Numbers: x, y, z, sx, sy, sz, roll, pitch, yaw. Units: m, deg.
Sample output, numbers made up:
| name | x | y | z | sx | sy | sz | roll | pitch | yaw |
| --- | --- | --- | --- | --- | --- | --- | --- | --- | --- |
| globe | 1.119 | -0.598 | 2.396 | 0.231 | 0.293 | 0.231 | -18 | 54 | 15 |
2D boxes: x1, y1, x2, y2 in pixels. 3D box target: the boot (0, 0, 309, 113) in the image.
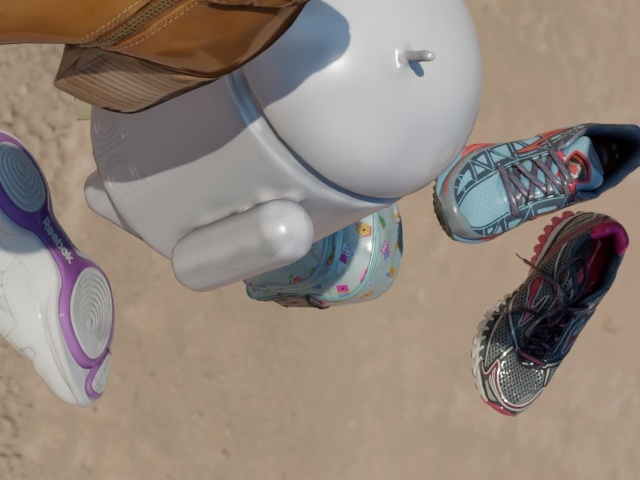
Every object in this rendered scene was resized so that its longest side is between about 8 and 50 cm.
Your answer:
| name | x | y | z | sx | sy | sz | roll | pitch | yaw |
| --- | --- | --- | --- | --- | --- | --- | --- | --- | --- |
| boot | -0.122 | -0.148 | 0.610 | 0.283 | 0.220 | 0.109 | 21 | 59 | -35 |

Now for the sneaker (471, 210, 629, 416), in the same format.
| name | x | y | z | sx | sy | sz | roll | pitch | yaw |
| --- | --- | --- | --- | --- | --- | --- | --- | --- | --- |
| sneaker | 0.299 | 0.091 | 1.761 | 0.121 | 0.112 | 0.299 | 28 | 84 | -17 |

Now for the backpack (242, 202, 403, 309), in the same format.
| name | x | y | z | sx | sy | sz | roll | pitch | yaw |
| --- | --- | --- | --- | --- | --- | --- | --- | --- | --- |
| backpack | 0.000 | 0.000 | 1.631 | 0.144 | 0.188 | 0.166 | 21 | 72 | -65 |

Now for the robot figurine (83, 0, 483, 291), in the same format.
| name | x | y | z | sx | sy | sz | roll | pitch | yaw |
| --- | --- | --- | --- | --- | --- | --- | --- | --- | --- |
| robot figurine | -0.027 | -0.097 | 0.961 | 0.200 | 0.353 | 0.300 | 30 | 53 | -30 |

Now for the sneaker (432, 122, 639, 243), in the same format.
| name | x | y | z | sx | sy | sz | roll | pitch | yaw |
| --- | --- | --- | --- | --- | --- | --- | --- | --- | --- |
| sneaker | 0.236 | -0.076 | 1.410 | 0.262 | 0.125 | 0.104 | -23 | 93 | -29 |

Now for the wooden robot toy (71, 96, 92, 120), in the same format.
| name | x | y | z | sx | sy | sz | roll | pitch | yaw |
| --- | --- | --- | --- | --- | --- | --- | --- | --- | --- |
| wooden robot toy | -0.162 | -0.154 | 1.293 | 0.079 | 0.173 | 0.076 | 78 | 28 | -43 |

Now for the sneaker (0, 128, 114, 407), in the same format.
| name | x | y | z | sx | sy | sz | roll | pitch | yaw |
| --- | --- | --- | --- | --- | --- | --- | --- | --- | --- |
| sneaker | -0.309 | 0.034 | 1.347 | 0.305 | 0.152 | 0.114 | 67 | 28 | -18 |
